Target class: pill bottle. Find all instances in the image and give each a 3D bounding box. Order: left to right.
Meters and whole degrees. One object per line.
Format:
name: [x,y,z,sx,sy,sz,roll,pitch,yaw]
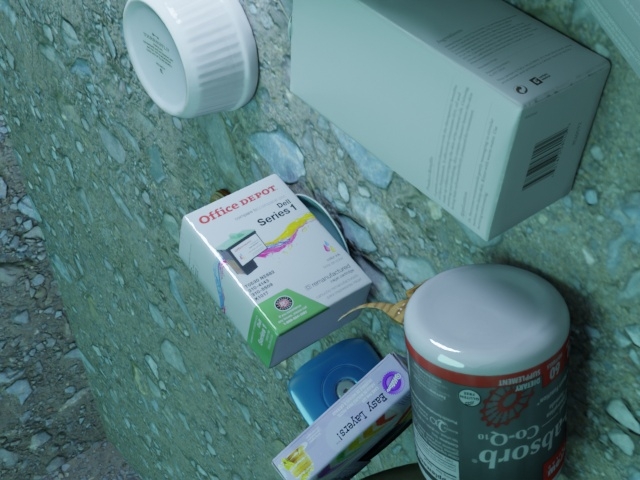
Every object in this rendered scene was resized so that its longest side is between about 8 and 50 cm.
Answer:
pill bottle: [0.229,0.231,1.231,0.210,0.210,0.363,30,140,44]

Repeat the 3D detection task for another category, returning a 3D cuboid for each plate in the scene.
plate: [0.000,0.000,1.596,0.188,0.024,0.188,39,145,34]

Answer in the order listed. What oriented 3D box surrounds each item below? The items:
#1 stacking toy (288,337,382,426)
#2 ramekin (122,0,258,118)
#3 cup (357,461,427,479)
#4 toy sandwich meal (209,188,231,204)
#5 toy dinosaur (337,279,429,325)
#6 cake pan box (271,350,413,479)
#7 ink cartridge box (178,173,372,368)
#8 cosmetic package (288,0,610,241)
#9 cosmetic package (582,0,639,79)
stacking toy: [0.028,0.303,1.724,0.166,0.175,0.302,57,165,10]
ramekin: [-0.235,-0.336,1.573,0.273,0.127,0.273,40,146,35]
cup: [0.199,0.496,1.487,0.331,0.237,0.331,40,146,35]
toy sandwich meal: [-0.198,-0.067,1.859,0.085,0.029,0.085,41,150,30]
toy dinosaur: [0.126,0.109,1.392,0.211,0.112,0.064,23,135,50]
cake pan box: [0.069,0.288,1.413,0.070,0.246,0.267,51,-176,21]
ink cartridge box: [-0.082,0.045,1.531,0.278,0.201,0.117,49,148,24]
cosmetic package: [0.130,-0.193,1.071,0.365,0.155,0.197,43,146,31]
cosmetic package: [0.333,-0.251,0.746,0.127,0.107,0.238,58,149,6]
